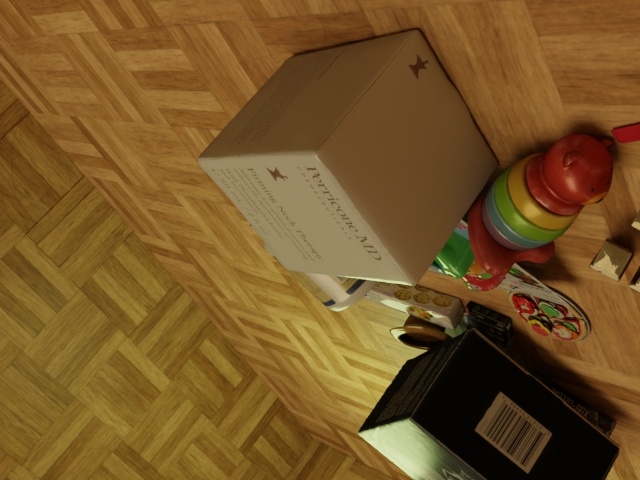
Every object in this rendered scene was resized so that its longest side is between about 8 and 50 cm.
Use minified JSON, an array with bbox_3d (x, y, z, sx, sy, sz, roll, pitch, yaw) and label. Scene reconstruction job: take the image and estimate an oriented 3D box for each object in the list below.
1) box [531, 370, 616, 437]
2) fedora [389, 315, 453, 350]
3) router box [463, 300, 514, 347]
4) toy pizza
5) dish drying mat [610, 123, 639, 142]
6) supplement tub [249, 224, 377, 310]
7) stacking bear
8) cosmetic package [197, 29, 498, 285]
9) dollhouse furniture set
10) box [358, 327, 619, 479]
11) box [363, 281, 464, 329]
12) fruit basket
[{"bbox_3d":[0.636,0.496,2.179,0.242,0.076,0.307,33,157,15],"label":"box"},{"bbox_3d":[0.286,0.243,2.201,0.194,0.079,0.194,13,158,6],"label":"fedora"},{"bbox_3d":[0.424,0.212,2.016,0.122,0.038,0.092,23,154,32],"label":"router box"},{"bbox_3d":[0.513,0.171,1.815,0.201,0.032,0.201,32,156,16],"label":"toy pizza"},{"bbox_3d":[0.494,-0.169,1.241,0.032,0.008,0.083,47,155,-20],"label":"dish drying mat"},{"bbox_3d":[0.000,0.000,2.013,0.316,0.228,0.228,44,157,-11],"label":"supplement tub"},{"bbox_3d":[0.391,-0.078,1.384,0.164,0.175,0.289,66,152,17],"label":"stacking bear"},{"bbox_3d":[0.049,-0.152,1.530,0.393,0.327,0.329,4,139,52],"label":"cosmetic package"},{"bbox_3d":[0.583,-0.001,1.397,0.144,0.123,0.151,30,121,19],"label":"dollhouse furniture set"},{"bbox_3d":[0.416,0.523,2.095,0.480,0.297,0.472,39,160,1],"label":"box"},{"bbox_3d":[0.238,0.157,2.160,0.324,0.067,0.063,18,149,42],"label":"box"},{"bbox_3d":[0.306,0.039,1.697,0.353,0.165,0.327,40,169,-27],"label":"fruit basket"}]
